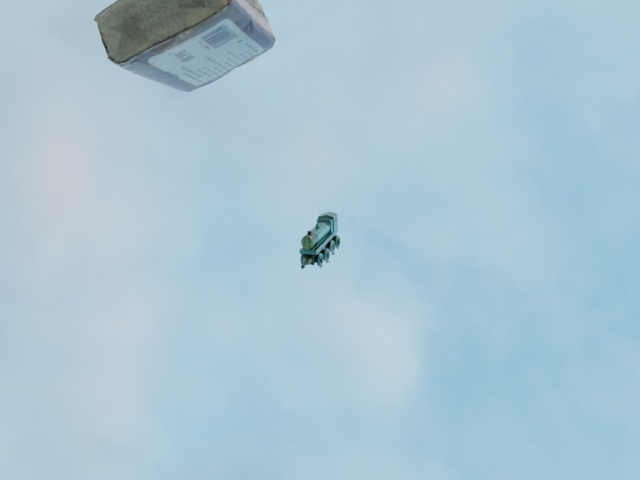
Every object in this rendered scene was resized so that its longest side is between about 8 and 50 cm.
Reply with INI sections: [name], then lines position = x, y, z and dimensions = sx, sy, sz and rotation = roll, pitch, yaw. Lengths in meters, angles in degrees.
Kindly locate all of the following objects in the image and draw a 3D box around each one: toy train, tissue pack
[toy train]
position = 0.000, 0.000, 0.751
dimensions = 0.029, 0.092, 0.045
rotation = 3, -71, 18
[tissue pack]
position = -0.174, -0.286, 0.930
dimensions = 0.183, 0.226, 0.092
rotation = -22, -89, 11
